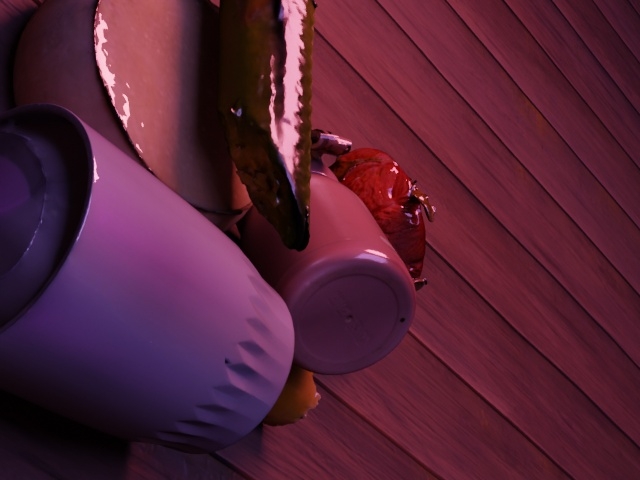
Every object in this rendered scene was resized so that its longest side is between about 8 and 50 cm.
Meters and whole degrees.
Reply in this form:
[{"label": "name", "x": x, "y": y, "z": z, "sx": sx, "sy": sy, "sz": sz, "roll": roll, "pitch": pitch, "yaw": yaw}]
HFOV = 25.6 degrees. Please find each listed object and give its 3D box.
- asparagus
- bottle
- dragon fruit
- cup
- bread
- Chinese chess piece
[{"label": "asparagus", "x": -0.064, "y": -0.169, "z": 1.607, "sx": 0.128, "sy": 0.108, "sz": 0.382, "roll": 32, "pitch": 47, "yaw": -43}, {"label": "bottle", "x": 0.000, "y": 0.000, "z": 1.689, "sx": 0.173, "sy": 0.206, "sz": 0.297, "roll": 17, "pitch": 24, "yaw": -26}, {"label": "dragon fruit", "x": 0.028, "y": -0.008, "z": 1.880, "sx": 0.148, "sy": 0.218, "sz": 0.224, "roll": -12, "pitch": 35, "yaw": -28}, {"label": "cup", "x": -0.208, "y": 0.052, "z": 1.370, "sx": 0.371, "sy": 0.253, "sz": 0.253, "roll": 36, "pitch": 43, "yaw": -45}, {"label": "bread", "x": -0.080, "y": 0.140, "z": 1.681, "sx": 0.173, "sy": 0.085, "sz": 0.134, "roll": 30, "pitch": 47, "yaw": -47}, {"label": "Chinese chess piece", "x": -0.198, "y": -0.153, "z": 1.630, "sx": 0.338, "sy": 0.140, "sz": 0.338, "roll": 35, "pitch": 43, "yaw": -41}]
